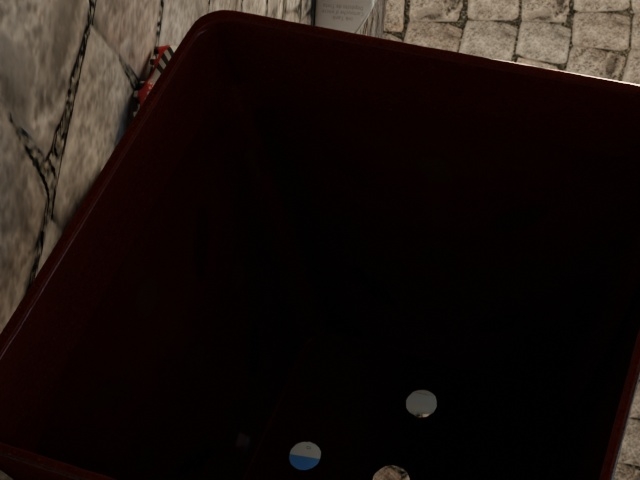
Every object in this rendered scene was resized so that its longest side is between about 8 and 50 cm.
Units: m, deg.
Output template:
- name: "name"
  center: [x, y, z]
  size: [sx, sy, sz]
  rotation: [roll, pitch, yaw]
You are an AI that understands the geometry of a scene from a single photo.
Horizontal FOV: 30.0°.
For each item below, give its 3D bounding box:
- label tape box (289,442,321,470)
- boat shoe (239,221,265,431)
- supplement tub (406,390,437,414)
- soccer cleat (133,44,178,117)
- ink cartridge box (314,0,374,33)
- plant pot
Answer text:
- name: "label tape box"
  center: [-0.031, 0.305, 1.471]
  size: [0.347, 0.115, 0.249]
  rotation: [94, 4, -66]
- name: "boat shoe"
  center: [-0.086, 0.096, 0.746]
  size: [0.109, 0.094, 0.302]
  rotation: [-6, 102, -84]
- name: "supplement tub"
  center: [0.063, 0.049, 1.111]
  size: [0.316, 0.228, 0.228]
  rotation: [153, -54, -71]
- name: "soccer cleat"
  center: [-0.095, -0.094, 0.753]
  size: [0.029, 0.036, 0.083]
  rotation: [90, 8, -46]
- name: "ink cartridge box"
  center: [0.052, -0.324, 1.745]
  size: [0.308, 0.091, 0.385]
  rotation: [-70, 164, -67]
- name: "plant pot"
  center: [0.026, 0.076, 0.616]
  size: [0.235, 0.267, 0.267]
  rotation: [79, 31, -53]
